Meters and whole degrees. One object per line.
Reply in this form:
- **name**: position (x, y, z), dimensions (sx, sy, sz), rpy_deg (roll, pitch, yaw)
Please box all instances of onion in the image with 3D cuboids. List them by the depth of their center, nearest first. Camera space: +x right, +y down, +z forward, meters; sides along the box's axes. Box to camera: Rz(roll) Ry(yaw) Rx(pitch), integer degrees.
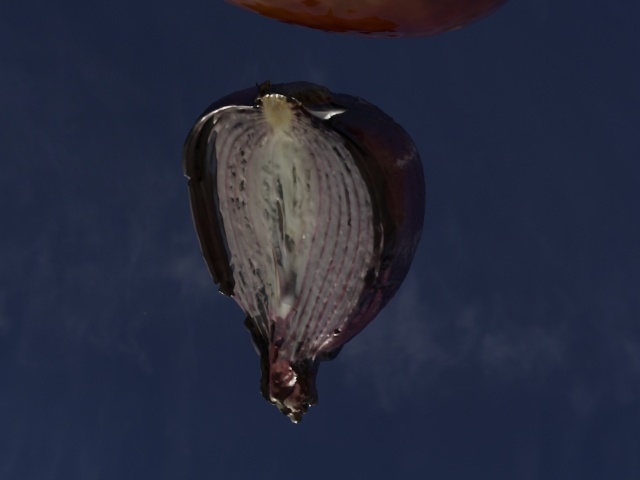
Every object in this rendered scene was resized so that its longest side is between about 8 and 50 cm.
- **onion**: position (0.000, 0.000, 1.077), dimensions (0.159, 0.267, 0.349), rpy_deg (-22, -58, -44)

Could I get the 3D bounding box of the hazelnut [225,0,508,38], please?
- **hazelnut**: position (0.000, -0.331, 0.792), dimensions (0.353, 0.421, 0.421), rpy_deg (-41, -87, -6)
